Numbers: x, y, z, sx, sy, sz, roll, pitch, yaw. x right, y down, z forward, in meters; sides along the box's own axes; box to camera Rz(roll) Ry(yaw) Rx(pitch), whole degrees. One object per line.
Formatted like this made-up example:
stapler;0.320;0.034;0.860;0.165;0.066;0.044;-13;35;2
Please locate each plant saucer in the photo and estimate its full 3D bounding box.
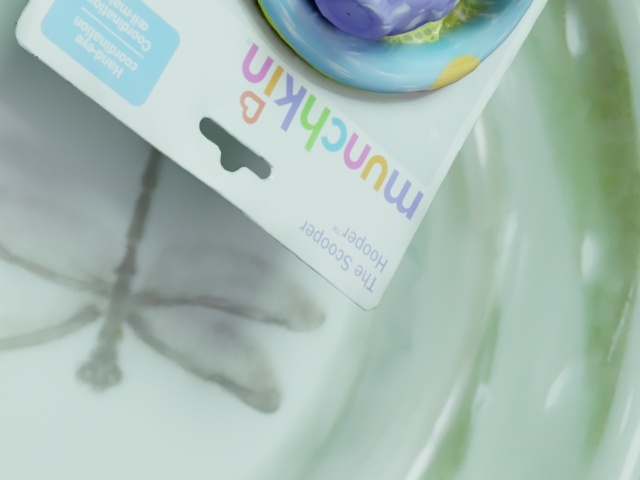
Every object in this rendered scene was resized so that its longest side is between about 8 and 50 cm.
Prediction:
plant saucer;-0.049;0.004;0.421;0.400;0.100;0.400;-8;103;-37

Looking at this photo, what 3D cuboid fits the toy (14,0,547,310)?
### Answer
toy;0.041;-0.111;0.375;0.137;0.056;0.237;38;73;-34
